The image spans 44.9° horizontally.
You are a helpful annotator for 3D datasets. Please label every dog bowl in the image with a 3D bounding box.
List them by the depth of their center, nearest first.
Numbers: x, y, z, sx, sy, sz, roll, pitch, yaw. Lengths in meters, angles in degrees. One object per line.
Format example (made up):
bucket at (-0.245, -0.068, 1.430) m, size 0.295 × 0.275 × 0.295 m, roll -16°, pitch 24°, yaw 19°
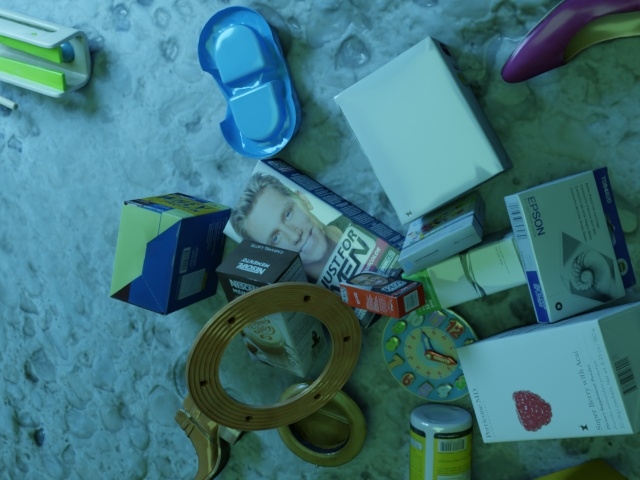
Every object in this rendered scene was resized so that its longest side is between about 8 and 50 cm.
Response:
dog bowl at (-0.132, -0.310, 1.530) m, size 0.165 × 0.074 × 0.297 m, roll -17°, pitch 92°, yaw 23°

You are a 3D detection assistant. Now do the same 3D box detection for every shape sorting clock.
shape sorting clock at (0.212, 0.216, 1.487) m, size 0.206 × 0.040 × 0.206 m, roll 7°, pitch 106°, yaw 25°

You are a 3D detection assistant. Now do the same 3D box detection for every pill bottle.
pill bottle at (0.229, 0.430, 1.480) m, size 0.119 × 0.119 × 0.209 m, roll 4°, pitch 99°, yaw 20°

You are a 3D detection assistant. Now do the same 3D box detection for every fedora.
fedora at (0.005, 0.362, 1.577) m, size 0.194 × 0.079 × 0.194 m, roll 3°, pitch 102°, yaw 15°

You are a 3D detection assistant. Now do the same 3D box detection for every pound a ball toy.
pound a ball toy at (-0.662, -0.396, 1.709) m, size 0.319 × 0.136 × 0.208 m, roll 19°, pitch 130°, yaw 17°

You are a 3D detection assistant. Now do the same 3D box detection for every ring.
ring at (-0.084, 0.214, 1.425) m, size 0.337 × 0.336 × 0.032 m, roll -59°, pitch 34°, yaw 18°

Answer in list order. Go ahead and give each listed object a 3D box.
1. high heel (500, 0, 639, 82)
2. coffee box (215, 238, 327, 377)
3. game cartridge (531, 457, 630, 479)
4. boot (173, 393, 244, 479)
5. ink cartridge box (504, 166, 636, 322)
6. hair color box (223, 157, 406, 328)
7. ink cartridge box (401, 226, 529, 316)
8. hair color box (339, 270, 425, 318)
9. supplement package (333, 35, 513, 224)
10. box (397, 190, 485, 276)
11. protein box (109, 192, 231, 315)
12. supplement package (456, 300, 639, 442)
high heel at (0.487, -0.332, 1.254) m, size 0.377 × 0.127 × 0.181 m, roll -36°, pitch 74°, yaw 19°
coffee box at (-0.090, 0.132, 1.495) m, size 0.141 × 0.098 × 0.247 m, roll 11°, pitch 134°, yaw 33°
game cartridge at (0.368, 0.468, 1.292) m, size 0.323 × 0.285 × 0.053 m, roll -20°, pitch 88°, yaw 1°
boot at (-0.265, 0.435, 1.698) m, size 0.152 × 0.073 × 0.197 m, roll 33°, pitch 96°, yaw 12°
ink cartridge box at (0.435, 0.002, 1.300) m, size 0.223 × 0.045 × 0.223 m, roll -17°, pitch 93°, yaw -21°
hair color box at (0.000, 0.000, 1.510) m, size 0.347 × 0.105 × 0.174 m, roll 33°, pitch 108°, yaw 14°
ink cartridge box at (0.270, 0.051, 1.388) m, size 0.208 × 0.153 × 0.087 m, roll -20°, pitch 93°, yaw 23°
hair color box at (0.106, 0.093, 1.354) m, size 0.141 × 0.072 × 0.043 m, roll 9°, pitch 116°, yaw 47°
supplement package at (0.187, -0.194, 1.387) m, size 0.204 × 0.145 × 0.262 m, roll -29°, pitch 88°, yaw 22°
box at (0.219, -0.015, 1.378) m, size 0.145 × 0.186 × 0.038 m, roll -28°, pitch 101°, yaw 23°
protein box at (-0.301, 0.021, 1.576) m, size 0.135 × 0.201 × 0.200 m, roll 16°, pitch 104°, yaw 18°
supplement package at (0.404, 0.221, 1.280) m, size 0.293 × 0.175 × 0.178 m, roll -24°, pitch 80°, yaw 51°
